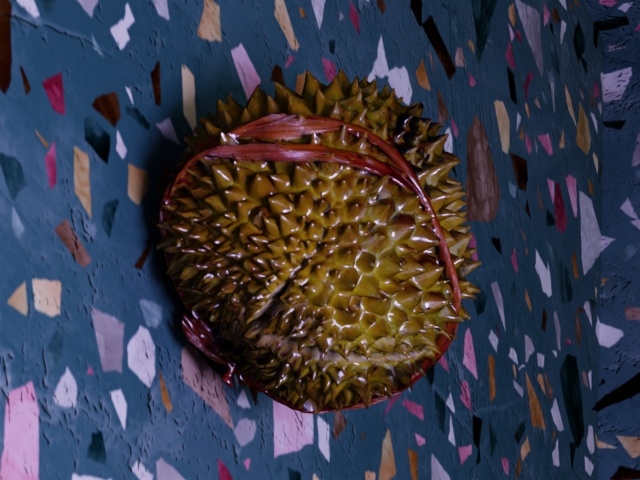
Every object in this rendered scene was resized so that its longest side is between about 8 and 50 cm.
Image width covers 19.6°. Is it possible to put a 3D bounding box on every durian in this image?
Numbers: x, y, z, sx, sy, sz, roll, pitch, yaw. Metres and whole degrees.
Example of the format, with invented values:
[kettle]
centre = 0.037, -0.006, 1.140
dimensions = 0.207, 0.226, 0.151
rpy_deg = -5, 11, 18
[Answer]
[durian]
centre = 0.002, 0.005, 1.824
dimensions = 0.384, 0.348, 0.347
rpy_deg = -126, -164, -68
